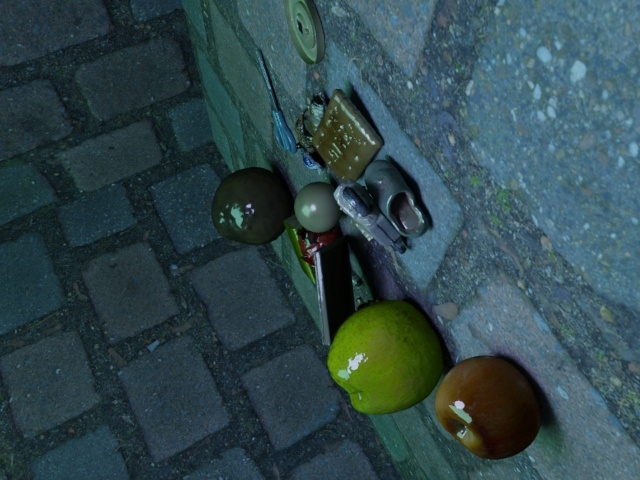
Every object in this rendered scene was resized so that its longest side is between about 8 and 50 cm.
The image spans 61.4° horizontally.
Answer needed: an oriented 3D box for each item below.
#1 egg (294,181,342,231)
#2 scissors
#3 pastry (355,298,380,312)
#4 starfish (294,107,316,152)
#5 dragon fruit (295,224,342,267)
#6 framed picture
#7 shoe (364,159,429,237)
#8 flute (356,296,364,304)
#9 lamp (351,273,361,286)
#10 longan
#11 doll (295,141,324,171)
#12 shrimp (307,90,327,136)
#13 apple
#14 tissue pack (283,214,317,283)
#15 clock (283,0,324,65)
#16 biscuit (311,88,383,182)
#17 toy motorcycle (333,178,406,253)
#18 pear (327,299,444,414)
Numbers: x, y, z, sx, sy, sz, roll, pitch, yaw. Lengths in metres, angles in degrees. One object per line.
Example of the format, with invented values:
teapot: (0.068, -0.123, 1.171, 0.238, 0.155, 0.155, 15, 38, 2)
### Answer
egg: (-0.007, -0.124, 2.049, 0.186, 0.185, 0.242, 62, 172, 11)
scissors: (-0.197, -0.580, 2.278, 0.192, 0.029, 0.448, 41, 153, 57)
pastry: (0.216, 0.314, 2.165, 0.154, 0.102, 0.250, 59, 164, 6)
starfish: (-0.051, -0.396, 1.987, 0.146, 0.074, 0.190, 56, 167, 9)
dragon fruit: (0.000, 0.000, 2.232, 0.193, 0.192, 0.274, 77, -179, -77)
framed picture: (0.060, 0.165, 1.996, 0.446, 0.028, 0.327, -24, -72, -74)
shoe: (0.200, -0.119, 1.455, 0.251, 0.103, 0.100, 56, -171, 15)
flute: (0.224, 0.348, 2.353, 0.233, 0.027, 0.027, 58, 165, 25)
lamp: (0.113, 0.148, 2.317, 0.163, 0.091, 0.091, 38, 153, 33)
longan: (-0.347, -0.177, 2.774, 0.435, 0.404, 0.404, 1, 118, 49)
doll: (-0.036, -0.317, 2.077, 0.096, 0.070, 0.195, 36, -168, -42)
shrimp: (0.030, -0.335, 1.794, 0.287, 0.068, 0.185, 64, 165, 0)
apple: (0.417, 0.423, 1.363, 0.254, 0.253, 0.254, 58, 165, 26)
tissue pack: (-0.036, 0.019, 2.434, 0.275, 0.167, 0.200, 68, 168, -19)
clock: (-0.054, -0.650, 1.633, 0.235, 0.029, 0.235, 58, 164, 26)
biscuit: (0.069, -0.299, 1.642, 0.217, 0.044, 0.325, 53, 160, 5)
toy motorcycle: (0.136, -0.081, 1.595, 0.340, 0.108, 0.223, 41, -172, -44)
pear: (0.203, 0.390, 1.791, 0.391, 0.390, 0.391, 58, 165, 26)
